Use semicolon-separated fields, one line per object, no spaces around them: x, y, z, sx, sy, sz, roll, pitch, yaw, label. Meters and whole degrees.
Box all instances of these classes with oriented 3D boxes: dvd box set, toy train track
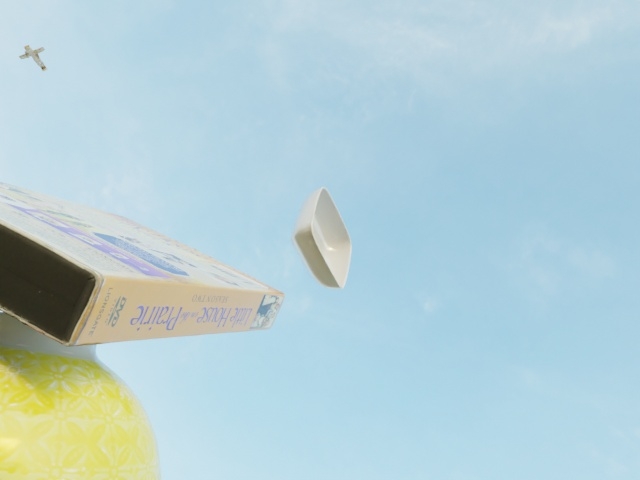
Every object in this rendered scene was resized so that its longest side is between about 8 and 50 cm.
-0.242;0.017;0.629;0.307;0.420;0.062;24;-91;15;dvd box set
-0.544;-0.346;1.085;0.048;0.083;0.014;-26;-99;-8;toy train track

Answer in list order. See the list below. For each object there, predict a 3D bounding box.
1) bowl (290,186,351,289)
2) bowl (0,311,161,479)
0.000;0.000;0.938;0.053;0.142;0.142;-14;-56;22;bowl
-0.271;0.147;0.492;0.289;0.289;0.156;2;-107;24;bowl
